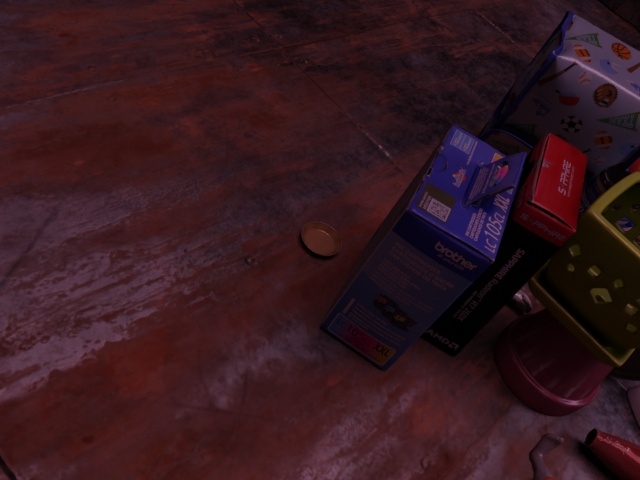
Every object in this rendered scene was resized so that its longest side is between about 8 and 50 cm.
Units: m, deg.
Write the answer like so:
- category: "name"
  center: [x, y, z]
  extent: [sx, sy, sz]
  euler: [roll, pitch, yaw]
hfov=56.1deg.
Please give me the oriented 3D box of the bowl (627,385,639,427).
- category: "bowl"
  center: [0.698, 0.351, 1.193]
  extent: [0.142, 0.053, 0.142]
  euler: [10, 50, -19]

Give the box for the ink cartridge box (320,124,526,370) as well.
- category: "ink cartridge box"
  center: [0.178, -0.003, 0.991]
  extent: [0.151, 0.395, 0.270]
  euler: [32, 45, 2]

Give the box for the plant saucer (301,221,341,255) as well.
- category: "plant saucer"
  center: [0.000, 0.000, 1.167]
  extent: [0.084, 0.015, 0.083]
  euler: [14, 48, -16]

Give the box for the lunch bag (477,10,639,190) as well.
- category: "lunch bag"
  center: [0.606, -0.286, 1.467]
  extent: [0.328, 0.385, 0.238]
  euler: [33, 57, 1]

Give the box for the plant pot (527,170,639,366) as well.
- category: "plant pot"
  center: [0.497, 0.056, 0.981]
  extent: [0.227, 0.207, 0.228]
  euler: [-26, 66, -41]

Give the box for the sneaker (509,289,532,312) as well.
- category: "sneaker"
  center: [0.396, 0.113, 1.261]
  extent: [0.044, 0.040, 0.109]
  euler: [-31, 65, -24]

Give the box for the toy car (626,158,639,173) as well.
- category: "toy car"
  center: [0.858, -0.247, 1.629]
  extent: [0.219, 0.237, 0.210]
  euler: [15, 16, -21]

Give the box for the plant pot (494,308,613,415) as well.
- category: "plant pot"
  center: [0.458, 0.197, 1.113]
  extent: [0.202, 0.180, 0.201]
  euler: [14, 47, -15]

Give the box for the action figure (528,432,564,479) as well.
- category: "action figure"
  center: [0.366, 0.506, 0.857]
  extent: [0.341, 0.179, 0.330]
  euler: [51, 49, -18]

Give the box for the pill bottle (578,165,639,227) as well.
- category: "pill bottle"
  center: [0.640, -0.058, 1.399]
  extent: [0.123, 0.219, 0.122]
  euler: [15, 46, -16]

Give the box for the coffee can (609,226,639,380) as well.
- category: "coffee can"
  center: [0.657, 0.126, 1.262]
  extent: [0.202, 0.201, 0.275]
  euler: [36, 44, 5]

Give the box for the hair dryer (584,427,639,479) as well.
- category: "hair dryer"
  center: [0.553, 0.452, 1.011]
  extent: [0.224, 0.080, 0.293]
  euler: [-5, 54, -29]

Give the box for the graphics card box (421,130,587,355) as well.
- category: "graphics card box"
  center: [0.316, 0.015, 1.064]
  extent: [0.094, 0.370, 0.232]
  euler: [31, 44, 2]

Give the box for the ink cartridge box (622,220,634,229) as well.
- category: "ink cartridge box"
  center: [0.862, -0.021, 1.536]
  extent: [0.311, 0.065, 0.185]
  euler: [23, 29, -16]
